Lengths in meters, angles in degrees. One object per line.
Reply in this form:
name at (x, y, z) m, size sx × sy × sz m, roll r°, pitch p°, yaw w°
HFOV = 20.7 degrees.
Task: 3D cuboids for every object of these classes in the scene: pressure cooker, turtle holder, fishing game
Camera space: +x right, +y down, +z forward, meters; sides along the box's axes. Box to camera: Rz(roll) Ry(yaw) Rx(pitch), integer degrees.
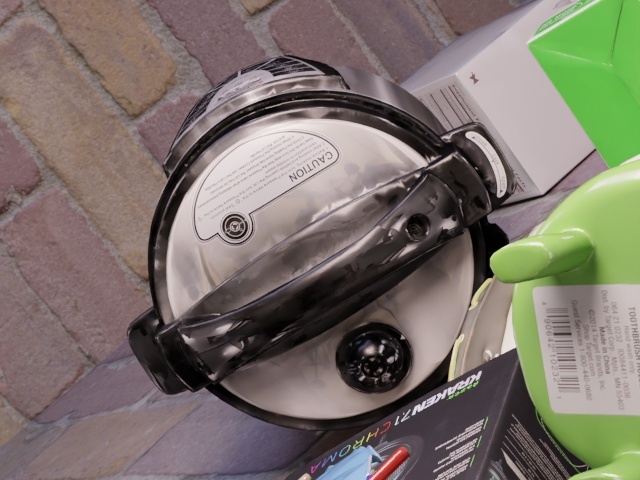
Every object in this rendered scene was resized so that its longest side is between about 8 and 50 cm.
pressure cooker at (0.005, 0.004, 1.881) m, size 0.420 × 0.376 × 0.369 m, roll -88°, pitch 14°, yaw -77°
turtle holder at (0.289, 0.031, 1.120) m, size 0.320 × 0.243 × 0.227 m, roll -41°, pitch -12°, yaw 37°
fishing game at (-0.027, 0.210, 1.187) m, size 0.189 × 0.041 × 0.264 m, roll -41°, pitch 2°, yaw -23°

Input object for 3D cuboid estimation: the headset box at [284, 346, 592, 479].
headset box at (0.062, 0.238, 1.245) m, size 0.246 × 0.131 × 0.283 m, roll -32°, pitch 11°, yaw 26°

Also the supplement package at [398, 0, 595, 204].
supplement package at (0.240, -0.175, 2.364) m, size 0.199 × 0.198 × 0.263 m, roll -40°, pitch 10°, yaw -23°

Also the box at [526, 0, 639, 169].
box at (0.344, -0.152, 1.714) m, size 0.127 × 0.262 × 0.231 m, roll -30°, pitch 11°, yaw 33°

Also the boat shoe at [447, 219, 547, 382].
boat shoe at (0.187, 0.075, 1.644) m, size 0.091 × 0.109 × 0.305 m, roll -26°, pitch 17°, yaw 27°
